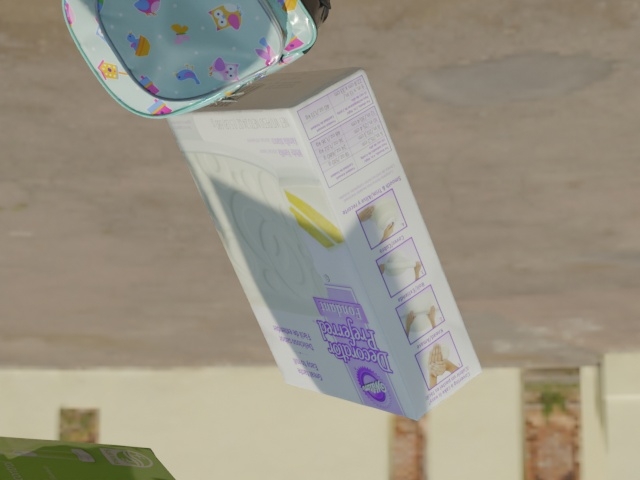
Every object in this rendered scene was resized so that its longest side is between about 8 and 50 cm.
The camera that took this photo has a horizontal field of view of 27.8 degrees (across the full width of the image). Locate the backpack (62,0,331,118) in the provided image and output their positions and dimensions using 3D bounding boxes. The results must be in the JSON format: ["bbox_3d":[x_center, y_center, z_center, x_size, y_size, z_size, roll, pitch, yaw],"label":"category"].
[{"bbox_3d":[-0.108,-0.186,1.035,0.188,0.166,0.144,-24,-160,25],"label":"backpack"}]

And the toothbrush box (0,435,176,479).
[{"bbox_3d":[-0.204,0.197,0.564,0.283,0.206,0.122,11,-170,-30],"label":"toothbrush box"}]

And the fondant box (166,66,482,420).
[{"bbox_3d":[0.000,0.000,1.278,0.096,0.330,0.238,-34,-159,-27],"label":"fondant box"}]
